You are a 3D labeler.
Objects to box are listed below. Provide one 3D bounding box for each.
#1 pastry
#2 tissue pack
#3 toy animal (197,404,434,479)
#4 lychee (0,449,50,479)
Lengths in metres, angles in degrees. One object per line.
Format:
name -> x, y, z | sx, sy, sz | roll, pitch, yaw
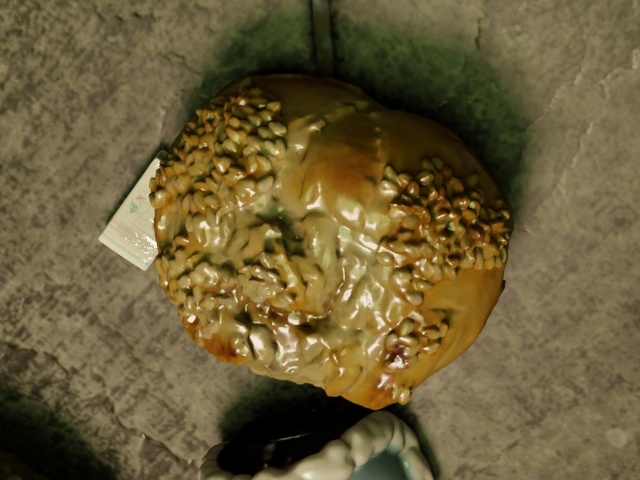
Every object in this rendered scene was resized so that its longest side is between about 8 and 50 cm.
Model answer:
pastry -> 0.000, 0.000, 1.082 | 0.310, 0.162, 0.255 | 19, 101, 7
tissue pack -> -0.153, -0.027, 1.203 | 0.056, 0.023, 0.108 | 36, 118, -9
toy animal -> -0.008, 0.260, 1.247 | 0.208, 0.156, 0.204 | -13, 109, 22
lychee -> -0.336, 0.352, 1.305 | 0.270, 0.270, 0.320 | -7, 80, 15
